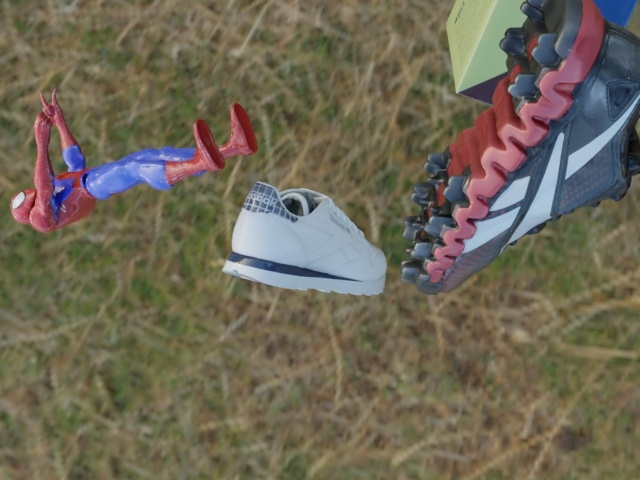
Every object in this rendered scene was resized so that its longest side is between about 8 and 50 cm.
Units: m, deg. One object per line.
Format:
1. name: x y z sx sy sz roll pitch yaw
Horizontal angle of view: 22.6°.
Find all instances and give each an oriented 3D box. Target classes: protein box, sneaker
1. protein box: 0.235 -0.256 1.680 0.136 0.201 0.199 18 117 -8
2. sneaker: 0.157 -0.051 1.160 0.135 0.097 0.276 20 127 -16
3. sneaker: 0.000 0.000 1.556 0.090 0.235 0.094 10 92 31

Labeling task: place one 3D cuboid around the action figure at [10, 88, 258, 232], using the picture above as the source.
1. action figure: -0.202 -0.093 1.479 0.280 0.091 0.139 -21 94 36
